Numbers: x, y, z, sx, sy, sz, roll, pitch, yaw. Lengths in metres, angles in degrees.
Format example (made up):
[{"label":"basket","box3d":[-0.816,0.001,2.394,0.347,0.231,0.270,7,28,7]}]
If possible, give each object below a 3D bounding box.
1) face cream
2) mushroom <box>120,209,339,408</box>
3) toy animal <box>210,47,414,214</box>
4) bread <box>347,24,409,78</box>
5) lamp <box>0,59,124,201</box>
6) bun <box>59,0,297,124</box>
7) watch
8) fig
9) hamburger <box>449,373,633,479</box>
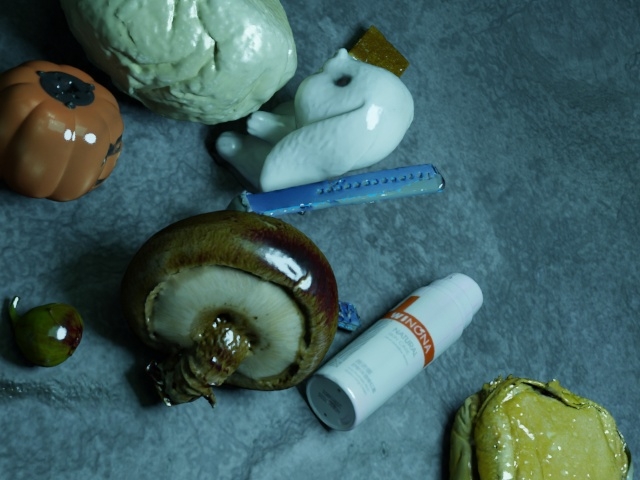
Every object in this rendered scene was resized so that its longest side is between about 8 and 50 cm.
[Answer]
[{"label":"face cream","box3d":[0.122,0.150,1.905,0.345,0.102,0.102,-37,91,-40]},{"label":"mushroom","box3d":[-0.118,0.087,1.690,0.297,0.278,0.163,37,12,-26]},{"label":"toy animal","box3d":[-0.002,-0.146,1.869,0.249,0.289,0.174,-34,92,-20]},{"label":"bread","box3d":[0.090,-0.294,2.139,0.094,0.035,0.090,44,51,-10]},{"label":"lamp","box3d":[-0.351,-0.134,1.673,0.188,0.164,0.187,22,34,-16]},{"label":"bun","box3d":[-0.207,-0.302,1.786,0.349,0.227,0.352,47,17,21]},{"label":"watch","box3d":[0.000,-0.011,1.804,0.274,0.276,0.068,15,27,-27]},{"label":"fig","box3d":[-0.348,0.114,1.618,0.098,0.082,0.084,12,77,8]},{"label":"hamburger","box3d":[0.329,0.352,1.915,0.319,0.158,0.318,15,60,-28]}]
